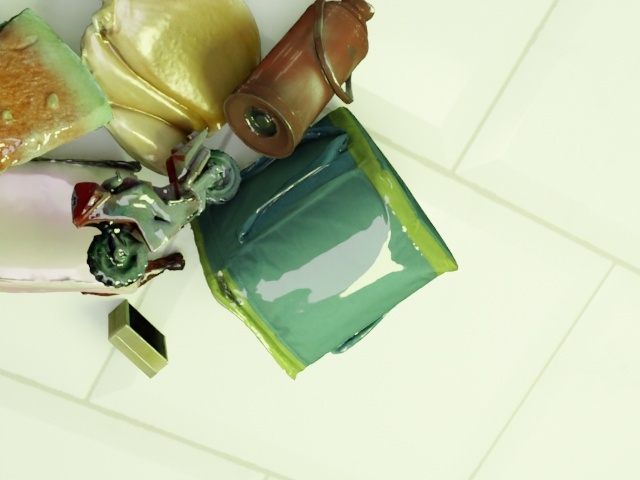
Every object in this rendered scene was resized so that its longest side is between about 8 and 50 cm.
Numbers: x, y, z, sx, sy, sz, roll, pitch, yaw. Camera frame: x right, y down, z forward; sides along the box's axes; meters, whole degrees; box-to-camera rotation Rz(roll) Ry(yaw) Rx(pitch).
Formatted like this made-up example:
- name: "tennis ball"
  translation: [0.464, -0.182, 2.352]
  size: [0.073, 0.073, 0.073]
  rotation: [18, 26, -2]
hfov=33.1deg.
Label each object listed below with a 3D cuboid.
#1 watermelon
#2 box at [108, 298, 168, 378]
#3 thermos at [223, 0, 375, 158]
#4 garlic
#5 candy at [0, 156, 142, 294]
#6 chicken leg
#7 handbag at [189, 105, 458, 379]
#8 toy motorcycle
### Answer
- name: "watermelon"
  translation: [-0.363, -0.124, 1.129]
  size: [0.257, 0.192, 0.140]
  rotation: [-45, 117, -34]
- name: "box"
  translation: [-0.232, 0.127, 1.379]
  size: [0.035, 0.079, 0.083]
  rotation: [-41, 114, 6]
- name: "thermos"
  translation: [-0.014, -0.206, 1.242]
  size: [0.232, 0.124, 0.099]
  rotation: [-55, 135, -31]
- name: "garlic"
  translation: [-0.179, -0.213, 1.236]
  size: [0.217, 0.110, 0.228]
  rotation: [-43, 132, -5]
- name: "candy"
  translation: [-0.339, -0.016, 1.253]
  size: [0.265, 0.116, 0.156]
  rotation: [1, 85, -12]
- name: "chicken leg"
  translation: [-0.277, 0.028, 1.351]
  size: [0.205, 0.053, 0.093]
  rotation: [20, 93, -22]
- name: "handbag"
  translation: [0.000, 0.000, 1.271]
  size: [0.241, 0.263, 0.222]
  rotation: [-35, 121, 6]
- name: "toy motorcycle"
  translation: [-0.189, -0.047, 1.194]
  size: [0.213, 0.082, 0.122]
  rotation: [-43, 102, -26]
